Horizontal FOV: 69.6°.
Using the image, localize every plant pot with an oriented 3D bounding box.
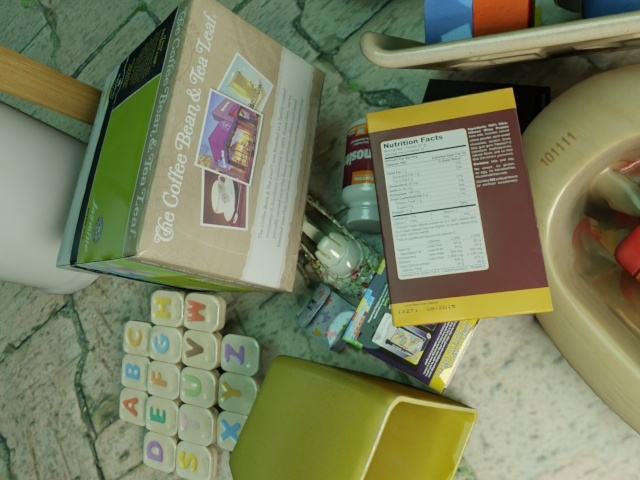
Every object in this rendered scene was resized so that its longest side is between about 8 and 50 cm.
[{"bbox_3d":[0.024,0.244,0.532,0.187,0.212,0.212,19,84,44],"label":"plant pot"}]

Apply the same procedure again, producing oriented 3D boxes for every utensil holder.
[{"bbox_3d":[-0.605,-0.092,0.836,0.328,0.385,0.327,-8,72,24],"label":"utensil holder"}]

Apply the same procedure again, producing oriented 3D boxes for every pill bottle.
[{"bbox_3d":[0.076,-0.092,0.666,0.086,0.086,0.152,-2,73,26],"label":"pill bottle"}]

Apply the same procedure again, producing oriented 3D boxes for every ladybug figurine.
[{"bbox_3d":[0.368,0.034,0.409,0.305,0.162,0.449,-52,55,36],"label":"ladybug figurine"}]

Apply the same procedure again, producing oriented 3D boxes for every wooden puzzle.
[{"bbox_3d":[0.256,-0.231,0.495,0.348,0.322,0.080,7,110,26],"label":"wooden puzzle"}]

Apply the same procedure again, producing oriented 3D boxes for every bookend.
[{"bbox_3d":[0.206,-0.125,0.619,0.157,0.072,0.156,14,82,29],"label":"bookend"}]

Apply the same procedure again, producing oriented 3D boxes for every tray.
[{"bbox_3d":[-0.548,-0.302,0.854,0.203,0.411,0.076,27,95,31],"label":"tray"}]

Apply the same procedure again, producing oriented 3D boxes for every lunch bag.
[{"bbox_3d":[0.010,0.109,0.656,0.083,0.053,0.071,35,86,34],"label":"lunch bag"}]

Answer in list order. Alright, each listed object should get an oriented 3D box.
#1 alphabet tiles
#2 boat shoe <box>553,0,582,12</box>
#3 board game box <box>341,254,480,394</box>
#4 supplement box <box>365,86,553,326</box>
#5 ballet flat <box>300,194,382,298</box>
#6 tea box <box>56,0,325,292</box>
[{"bbox_3d":[-0.214,0.221,0.716,0.278,0.021,0.284,2,89,27],"label":"alphabet tiles"},{"bbox_3d":[0.392,-0.441,0.608,0.116,0.123,0.324,32,84,37],"label":"boat shoe"},{"bbox_3d":[0.128,0.082,0.587,0.141,0.048,0.170,27,87,12],"label":"board game box"},{"bbox_3d":[0.130,-0.018,0.478,0.129,0.191,0.194,-7,81,10],"label":"supplement box"},{"bbox_3d":[0.000,0.000,0.681,0.241,0.077,0.091,40,92,30],"label":"ballet flat"},{"bbox_3d":[-0.194,-0.101,0.676,0.323,0.220,0.329,-6,72,48],"label":"tea box"}]
